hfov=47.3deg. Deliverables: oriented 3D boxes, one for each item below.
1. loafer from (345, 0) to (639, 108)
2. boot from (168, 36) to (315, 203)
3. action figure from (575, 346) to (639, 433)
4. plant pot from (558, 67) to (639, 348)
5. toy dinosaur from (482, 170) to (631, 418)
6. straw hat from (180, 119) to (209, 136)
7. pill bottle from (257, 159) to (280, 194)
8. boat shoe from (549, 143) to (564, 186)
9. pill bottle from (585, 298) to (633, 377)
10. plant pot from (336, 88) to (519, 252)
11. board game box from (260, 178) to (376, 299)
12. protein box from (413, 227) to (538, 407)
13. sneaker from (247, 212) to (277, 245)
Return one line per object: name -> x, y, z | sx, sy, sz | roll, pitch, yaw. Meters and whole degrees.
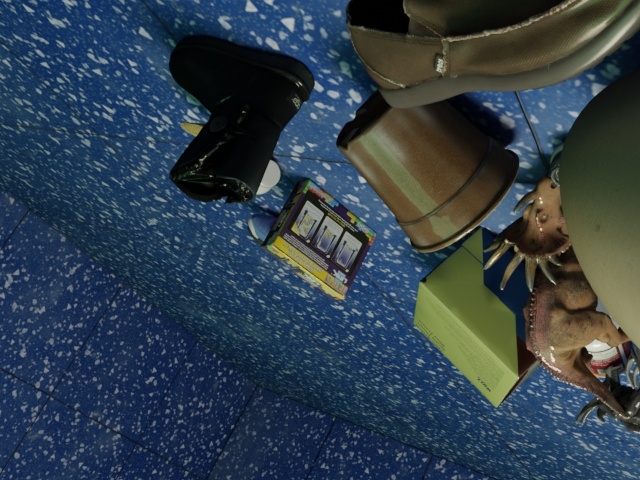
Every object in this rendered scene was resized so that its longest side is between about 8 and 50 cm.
loafer -> 0.132, -0.203, 0.619 | 0.130, 0.133, 0.366 | 37, 158, -24
boot -> -0.151, -0.161, 0.983 | 0.247, 0.207, 0.094 | 18, 157, 28
action figure -> 0.516, 0.210, 1.078 | 0.276, 0.140, 0.164 | -12, 151, 25
plant pot -> 0.318, -0.047, 0.620 | 0.284, 0.284, 0.191 | 46, 180, -39
toy dinosaur -> 0.297, 0.076, 0.918 | 0.200, 0.295, 0.127 | 7, 164, -38
straw hat -> -0.141, -0.180, 1.137 | 0.145, 0.061, 0.144 | 21, 175, 2
pill bottle -> -0.118, -0.109, 1.271 | 0.065, 0.065, 0.116 | 39, 157, -25
boat shoe -> 0.369, -0.030, 0.804 | 0.255, 0.079, 0.095 | 26, 160, 8
pill bottle -> 0.432, 0.146, 1.136 | 0.086, 0.086, 0.152 | 12, 153, 38
plant pot -> 0.117, -0.101, 0.869 | 0.165, 0.167, 0.167 | 43, 157, -15
board game box -> 0.000, 0.000, 1.269 | 0.170, 0.141, 0.048 | 38, 157, -23
protein box -> 0.265, 0.125, 1.145 | 0.200, 0.136, 0.201 | 46, 166, 21
sneaker -> -0.044, -0.006, 1.435 | 0.211, 0.080, 0.081 | 26, 138, 5
